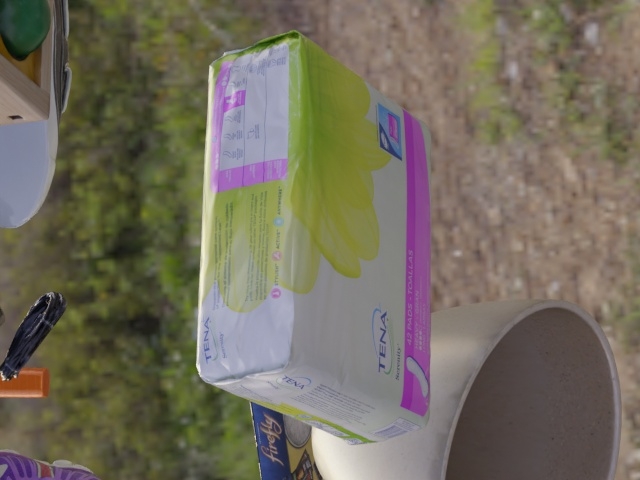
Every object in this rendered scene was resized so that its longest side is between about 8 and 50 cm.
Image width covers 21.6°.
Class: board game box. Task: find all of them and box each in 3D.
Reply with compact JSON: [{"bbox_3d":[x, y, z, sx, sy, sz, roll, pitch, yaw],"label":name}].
[{"bbox_3d":[-0.013,0.274,1.978,0.042,0.165,0.243,-1,103,26],"label":"board game box"}]

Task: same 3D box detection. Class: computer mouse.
[{"bbox_3d":[-0.285,0.145,1.414,0.242,0.041,0.071,-50,21,7],"label":"computer mouse"}]

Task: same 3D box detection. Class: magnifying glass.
[{"bbox_3d":[-0.376,0.138,1.639,0.231,0.026,0.092,-1,84,13],"label":"magnifying glass"}]

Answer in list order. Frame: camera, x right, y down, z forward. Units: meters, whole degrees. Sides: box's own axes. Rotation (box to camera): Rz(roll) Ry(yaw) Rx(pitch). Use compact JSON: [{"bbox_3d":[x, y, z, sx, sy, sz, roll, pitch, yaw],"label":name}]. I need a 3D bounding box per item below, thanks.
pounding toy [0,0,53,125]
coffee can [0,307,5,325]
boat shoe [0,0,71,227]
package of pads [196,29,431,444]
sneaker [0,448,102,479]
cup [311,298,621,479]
[{"bbox_3d":[-0.187,-0.167,0.726,0.094,0.206,0.181,-5,73,14],"label":"pounding toy"},{"bbox_3d":[-0.423,0.108,1.377,0.275,0.201,0.201,-53,31,-17],"label":"coffee can"},{"bbox_3d":[-0.233,-0.118,1.348,0.077,0.070,0.219,14,110,15],"label":"boat shoe"},{"bbox_3d":[0.000,0.000,1.385,0.101,0.229,0.297,-13,65,31],"label":"package of pads"},{"bbox_3d":[-0.239,0.215,1.435,0.071,0.170,0.068,7,90,42],"label":"sneaker"},{"bbox_3d":[0.132,0.208,1.771,0.237,0.331,0.331,11,102,39],"label":"cup"}]
